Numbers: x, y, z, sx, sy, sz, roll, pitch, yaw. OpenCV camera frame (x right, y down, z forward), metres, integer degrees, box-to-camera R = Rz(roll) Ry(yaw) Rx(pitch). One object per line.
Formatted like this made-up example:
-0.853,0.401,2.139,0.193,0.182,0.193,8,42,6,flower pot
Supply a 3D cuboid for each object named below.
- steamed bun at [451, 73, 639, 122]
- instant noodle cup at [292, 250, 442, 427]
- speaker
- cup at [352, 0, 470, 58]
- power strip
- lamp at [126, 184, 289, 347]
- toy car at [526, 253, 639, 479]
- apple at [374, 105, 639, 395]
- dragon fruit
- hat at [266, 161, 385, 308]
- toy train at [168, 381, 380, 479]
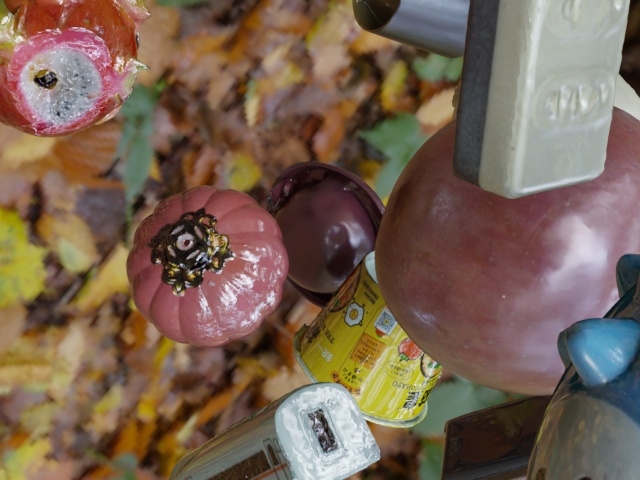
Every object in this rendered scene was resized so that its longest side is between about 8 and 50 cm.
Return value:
0.296,-0.090,1.886,0.233,0.334,0.312,-38,179,-12,steamed bun
0.079,0.103,1.670,0.144,0.182,0.182,-60,163,24,instant noodle cup
0.292,0.314,1.908,0.231,0.192,0.153,-21,-151,23,speaker
0.176,-0.423,2.333,0.177,0.166,0.239,7,121,-34,cup
0.155,-0.151,0.970,0.105,0.070,0.256,-12,117,-39,power strip
-0.073,0.017,0.939,0.107,0.107,0.092,-51,158,-9,lamp
0.210,0.092,0.767,0.255,0.190,0.188,-43,-166,-15,toy car
0.191,0.003,1.325,0.306,0.235,0.305,-41,138,-50,apple
-0.297,-0.225,1.580,0.224,0.227,0.224,-16,132,-18,dragon fruit
0.000,0.000,1.803,0.089,0.205,0.205,-25,148,-48,hat
-0.078,0.221,1.344,0.086,0.088,0.407,-24,172,-30,toy train
